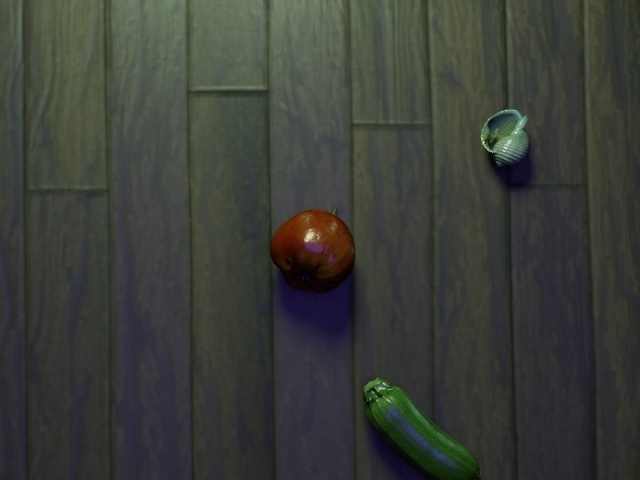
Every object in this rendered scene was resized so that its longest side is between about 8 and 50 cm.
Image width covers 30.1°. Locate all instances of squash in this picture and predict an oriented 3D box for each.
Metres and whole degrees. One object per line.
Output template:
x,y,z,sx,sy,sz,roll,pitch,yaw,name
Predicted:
0.144,0.290,1.753,0.219,0.068,0.077,45,94,-1,squash

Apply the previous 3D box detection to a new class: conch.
0.279,-0.150,1.788,0.076,0.056,0.085,25,65,17,conch

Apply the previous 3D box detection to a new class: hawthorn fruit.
-0.005,0.009,1.730,0.125,0.125,0.140,35,88,-1,hawthorn fruit
